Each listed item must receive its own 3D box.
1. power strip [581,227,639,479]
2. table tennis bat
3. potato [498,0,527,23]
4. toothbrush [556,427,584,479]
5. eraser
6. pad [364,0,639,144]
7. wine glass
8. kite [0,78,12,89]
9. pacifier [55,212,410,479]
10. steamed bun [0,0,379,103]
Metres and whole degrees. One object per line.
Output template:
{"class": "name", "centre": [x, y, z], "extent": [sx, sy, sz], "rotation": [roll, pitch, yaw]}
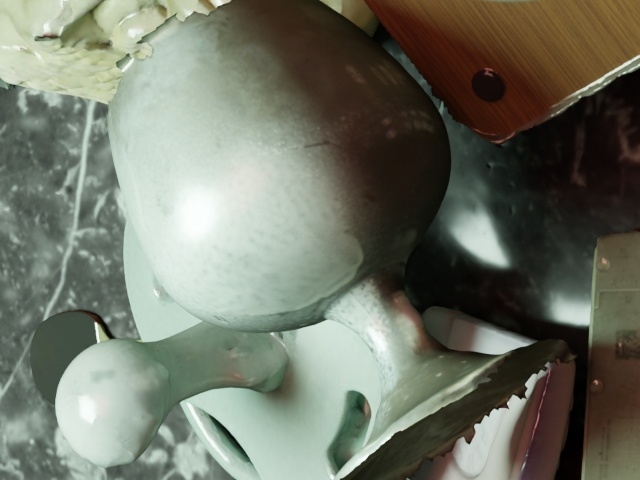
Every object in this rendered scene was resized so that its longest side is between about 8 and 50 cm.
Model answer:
{"class": "power strip", "centre": [0.228, 0.118, 1.387], "extent": [0.078, 0.052, 0.272], "rotation": [-2, 78, 33]}
{"class": "table tennis bat", "centre": [-0.204, 0.104, 1.766], "extent": [0.156, 0.013, 0.087], "rotation": [-9, 85, 37]}
{"class": "potato", "centre": [0.095, -0.279, 1.357], "extent": [0.397, 0.290, 0.296], "rotation": [13, 104, 7]}
{"class": "toothbrush", "centre": [0.303, 0.221, 1.370], "extent": [0.364, 0.041, 0.041], "rotation": [27, 107, 34]}
{"class": "eraser", "centre": [0.123, 0.182, 1.466], "extent": [0.204, 0.059, 0.243], "rotation": [-159, 73, -65]}
{"class": "pad", "centre": [0.120, -0.221, 1.240], "extent": [0.284, 0.018, 0.286], "rotation": [-29, 104, 40]}
{"class": "wine glass", "centre": [0.000, 0.000, 1.332], "extent": [0.238, 0.238, 0.323], "rotation": [-45, 70, 28]}
{"class": "kite", "centre": [-0.347, -0.147, 1.874], "extent": [0.157, 0.011, 0.139], "rotation": [3, 95, 38]}
{"class": "pacifier", "centre": [-0.088, 0.106, 1.531], "extent": [0.343, 0.269, 0.288], "rotation": [44, 137, 32]}
{"class": "steamed bun", "centre": [-0.104, -0.222, 1.547], "extent": [0.320, 0.275, 0.206], "rotation": [3, 77, 3]}
